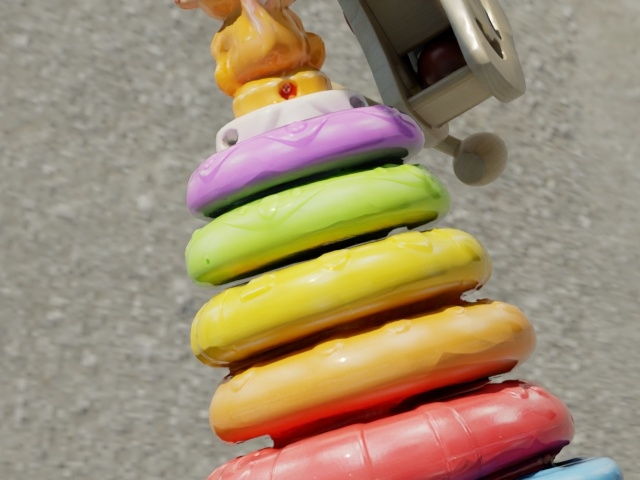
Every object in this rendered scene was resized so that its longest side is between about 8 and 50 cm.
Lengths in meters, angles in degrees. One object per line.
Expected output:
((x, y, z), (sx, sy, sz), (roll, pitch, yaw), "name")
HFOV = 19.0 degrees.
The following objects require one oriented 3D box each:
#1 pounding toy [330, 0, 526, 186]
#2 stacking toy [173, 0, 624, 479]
((0.041, -0.135, 1.308), (0.155, 0.154, 0.269), (-30, 102, 18), "pounding toy")
((0.000, 0.000, 0.804), (0.175, 0.166, 0.302), (-17, 84, 0), "stacking toy")
